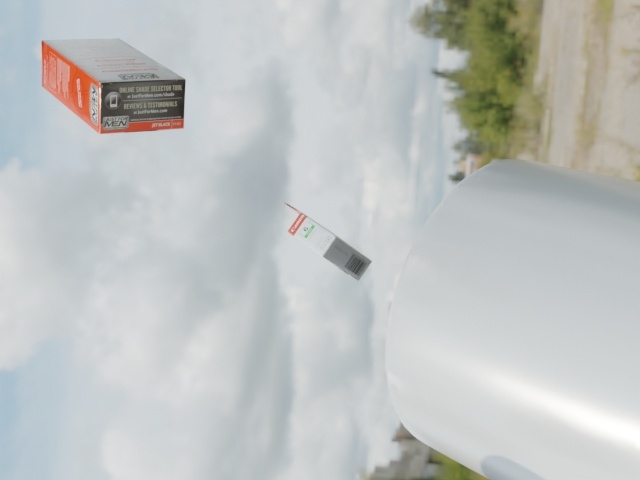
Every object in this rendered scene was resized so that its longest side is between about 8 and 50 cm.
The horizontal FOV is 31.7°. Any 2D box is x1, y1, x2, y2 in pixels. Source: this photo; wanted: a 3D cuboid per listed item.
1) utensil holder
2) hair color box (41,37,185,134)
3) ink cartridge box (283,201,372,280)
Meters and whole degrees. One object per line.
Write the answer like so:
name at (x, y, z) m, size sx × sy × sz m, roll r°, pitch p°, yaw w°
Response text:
utensil holder at (0.299, 0.109, 0.999) m, size 0.328 × 0.385 × 0.327 m, roll -20°, pitch -61°, yaw -41°
hair color box at (-0.168, -0.126, 0.899) m, size 0.141 × 0.072 × 0.043 m, roll 36°, pitch 126°, yaw 53°
ink cartridge box at (0.000, 0.000, 1.239) m, size 0.063 × 0.115 × 0.029 m, roll 35°, pitch -91°, yaw -39°
